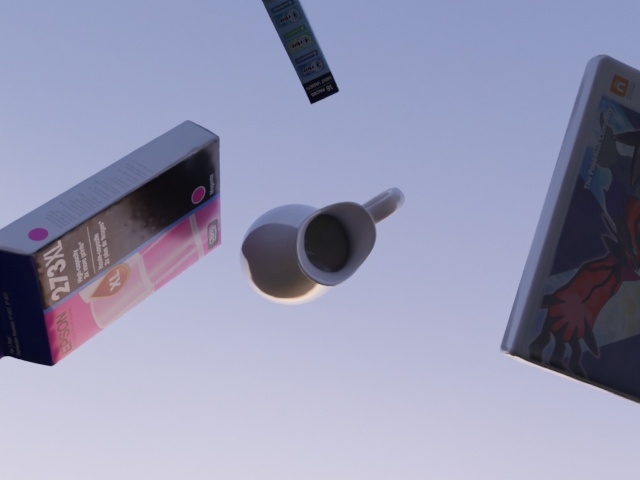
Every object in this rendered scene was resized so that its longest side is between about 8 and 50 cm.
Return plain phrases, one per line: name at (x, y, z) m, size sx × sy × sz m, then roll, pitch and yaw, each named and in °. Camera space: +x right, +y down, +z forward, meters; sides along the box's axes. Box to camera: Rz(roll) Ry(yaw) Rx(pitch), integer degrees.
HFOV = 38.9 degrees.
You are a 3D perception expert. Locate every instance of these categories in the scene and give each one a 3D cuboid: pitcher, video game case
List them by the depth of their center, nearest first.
video game case at (0.225, 0.007, 0.584) m, size 0.183 × 0.201 × 0.023 m, roll 21°, pitch -8°, yaw -14°
pitcher at (0.000, 0.000, 1.112) m, size 0.125 × 0.177 × 0.207 m, roll 60°, pitch -27°, yaw -5°

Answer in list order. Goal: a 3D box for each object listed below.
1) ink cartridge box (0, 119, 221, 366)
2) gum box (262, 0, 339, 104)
ink cartridge box at (-0.259, 0.017, 1.041) m, size 0.069 × 0.371 × 0.176 m, roll 31°, pitch -42°, yaw 27°
gum box at (-0.041, -0.271, 1.056) m, size 0.041 × 0.157 × 0.184 m, roll -25°, pitch -59°, yaw 5°
